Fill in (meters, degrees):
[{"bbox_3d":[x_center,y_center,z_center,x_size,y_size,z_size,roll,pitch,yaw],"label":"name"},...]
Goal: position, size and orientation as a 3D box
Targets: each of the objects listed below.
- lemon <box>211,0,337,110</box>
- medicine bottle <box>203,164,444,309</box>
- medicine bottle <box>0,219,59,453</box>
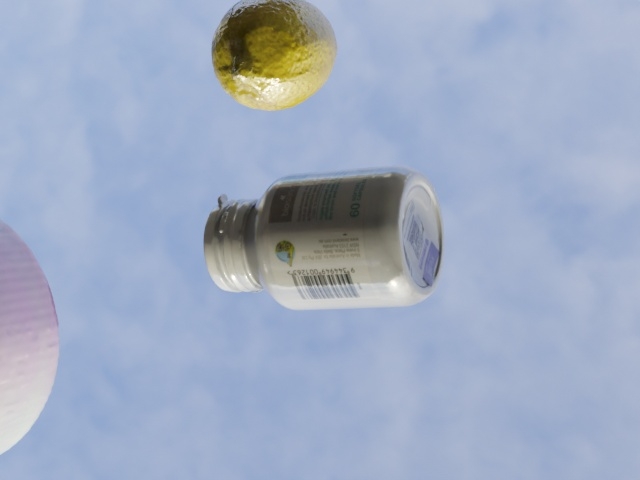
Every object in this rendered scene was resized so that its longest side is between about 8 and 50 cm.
[{"bbox_3d":[-0.033,-0.128,0.898,0.082,0.111,0.082,6,-73,19],"label":"lemon"},{"bbox_3d":[0.000,0.000,1.285,0.215,0.135,0.135,-3,-113,26],"label":"medicine bottle"},{"bbox_3d":[-0.344,0.076,0.780,0.219,0.388,0.219,2,-85,25],"label":"medicine bottle"}]
